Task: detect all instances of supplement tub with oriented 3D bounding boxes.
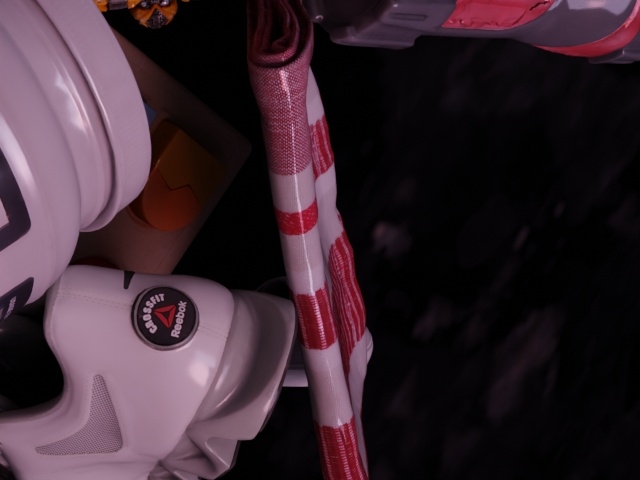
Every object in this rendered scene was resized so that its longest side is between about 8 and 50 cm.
[{"bbox_3d":[-0.231,-0.017,0.842,0.272,0.191,0.191,-37,139,-29],"label":"supplement tub"}]

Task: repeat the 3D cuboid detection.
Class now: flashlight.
[{"bbox_3d":[0.122,-0.167,1.240,0.304,0.103,0.103,-4,119,-50],"label":"flashlight"}]

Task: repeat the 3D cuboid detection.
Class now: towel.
[{"bbox_3d":[0.000,0.000,1.084,0.037,0.237,0.329,-8,119,3],"label":"towel"}]

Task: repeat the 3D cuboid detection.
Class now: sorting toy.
[{"bbox_3d":[-0.135,-0.013,1.094,0.193,0.038,0.208,-57,145,-4],"label":"sorting toy"}]

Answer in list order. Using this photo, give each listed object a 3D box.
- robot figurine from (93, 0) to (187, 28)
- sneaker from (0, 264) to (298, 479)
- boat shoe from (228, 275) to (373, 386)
[{"bbox_3d":[-0.092,-0.229,0.897,0.211,0.085,0.291,-8,121,-7],"label":"robot figurine"},{"bbox_3d":[-0.138,0.093,1.059,0.330,0.146,0.122,129,-23,-54],"label":"sneaker"},{"bbox_3d":[-0.029,0.055,1.258,0.184,0.066,0.063,3,114,-41],"label":"boat shoe"}]
